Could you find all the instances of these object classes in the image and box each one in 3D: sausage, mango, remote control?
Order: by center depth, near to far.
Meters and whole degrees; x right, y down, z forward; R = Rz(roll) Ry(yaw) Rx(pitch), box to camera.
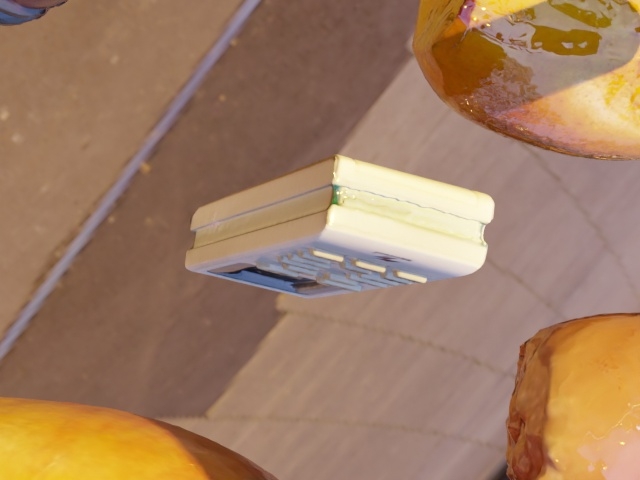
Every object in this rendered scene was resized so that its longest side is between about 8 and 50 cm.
[{"bbox_3d":[0.177,0.046,0.385,0.304,0.078,0.078,1,134,-29],"label":"sausage"},{"bbox_3d":[0.000,0.000,0.955,0.277,0.103,0.056,165,-63,-67],"label":"remote control"},{"bbox_3d":[0.197,-0.138,0.985,0.187,0.257,0.138,-68,-163,-3],"label":"mango"}]

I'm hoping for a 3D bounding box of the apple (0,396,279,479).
[{"bbox_3d":[-0.097,0.183,0.460,0.286,0.286,0.233,-38,148,-27],"label":"apple"}]

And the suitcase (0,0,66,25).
[{"bbox_3d":[-0.176,-0.273,0.709,0.236,0.161,0.297,24,73,-40],"label":"suitcase"}]
